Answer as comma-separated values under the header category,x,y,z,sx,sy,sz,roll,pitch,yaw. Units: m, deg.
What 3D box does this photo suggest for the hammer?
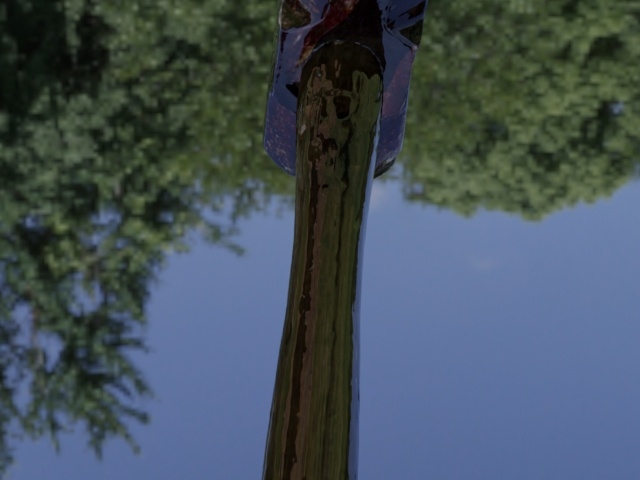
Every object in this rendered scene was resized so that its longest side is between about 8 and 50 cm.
category,x,y,z,sx,sy,sz,roll,pitch,yaw
hammer,0.000,0.000,0.700,0.095,0.242,0.408,7,-120,-1
